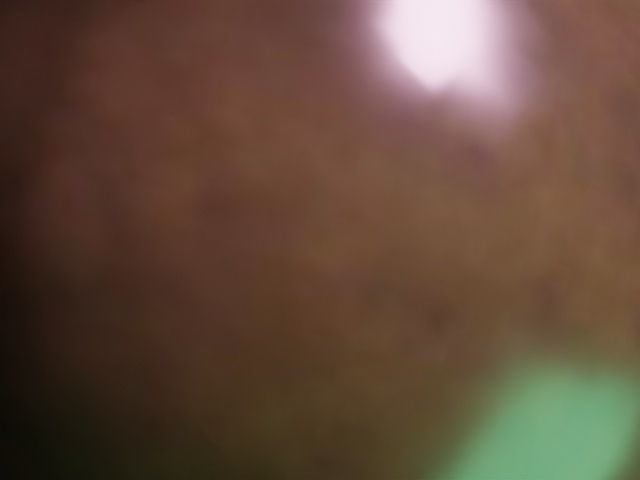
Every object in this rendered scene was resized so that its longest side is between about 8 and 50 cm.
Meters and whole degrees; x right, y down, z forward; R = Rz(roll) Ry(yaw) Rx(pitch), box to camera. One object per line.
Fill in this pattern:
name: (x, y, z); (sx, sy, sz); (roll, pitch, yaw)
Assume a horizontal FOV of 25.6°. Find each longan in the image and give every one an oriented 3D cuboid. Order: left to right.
longan: (0.000, 0.000, 0.459); (0.319, 0.319, 0.319); (-43, 159, -21)
